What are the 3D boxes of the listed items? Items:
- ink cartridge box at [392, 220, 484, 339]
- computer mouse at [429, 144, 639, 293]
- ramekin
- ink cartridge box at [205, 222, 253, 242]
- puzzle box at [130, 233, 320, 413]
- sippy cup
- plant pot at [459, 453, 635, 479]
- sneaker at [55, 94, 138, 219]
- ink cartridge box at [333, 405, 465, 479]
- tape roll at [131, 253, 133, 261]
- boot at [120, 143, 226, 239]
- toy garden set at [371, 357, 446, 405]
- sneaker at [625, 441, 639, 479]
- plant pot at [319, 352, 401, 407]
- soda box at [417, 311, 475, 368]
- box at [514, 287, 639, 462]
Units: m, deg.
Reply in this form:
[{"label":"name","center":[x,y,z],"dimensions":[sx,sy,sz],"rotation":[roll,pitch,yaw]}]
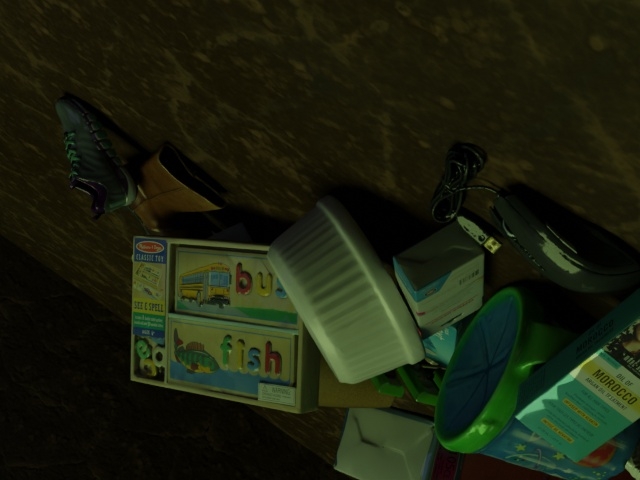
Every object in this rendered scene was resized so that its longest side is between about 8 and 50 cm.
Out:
[{"label":"ink cartridge box","center":[0.159,0.056,1.407],"dimensions":[0.062,0.104,0.181],"rotation":[58,173,26]},{"label":"computer mouse","center":[0.234,0.004,1.234],"dimensions":[0.262,0.060,0.184],"rotation":[34,162,3]},{"label":"ramekin","center":[0.028,0.080,1.513],"dimensions":[0.273,0.127,0.273],"rotation":[60,176,7]},{"label":"ink cartridge box","center":[-0.149,0.078,1.972],"dimensions":[0.153,0.086,0.208],"rotation":[61,168,15]},{"label":"puzzle box","center":[-0.171,0.132,1.824],"dimensions":[0.408,0.272,0.052],"rotation":[3,-178,38]},{"label":"sippy cup","center":[0.304,0.211,1.419],"dimensions":[0.224,0.240,0.305],"rotation":[27,-172,-9]},{"label":"plant pot","center":[0.385,0.425,1.773],"dimensions":[0.267,0.236,0.267],"rotation":[41,161,-23]},{"label":"sneaker","center":[-0.413,-0.146,1.841],"dimensions":[0.224,0.098,0.083],"rotation":[55,149,2]},{"label":"ink cartridge box","center":[0.263,0.426,2.010],"dimensions":[0.395,0.151,0.270],"rotation":[22,172,-33]},{"label":"tape roll","center":[-0.244,0.121,2.372],"dimensions":[0.392,0.072,0.392],"rotation":[30,162,11]},{"label":"boot","center":[-0.236,-0.063,1.911],"dimensions":[0.264,0.096,0.280],"rotation":[49,151,-18]},{"label":"toy garden set","center":[0.184,0.205,1.754],"dimensions":[0.244,0.049,0.204],"rotation":[16,-162,-20]},{"label":"sneaker","center":[0.493,0.344,1.602],"dimensions":[0.235,0.094,0.153],"rotation":[27,155,-10]},{"label":"plant pot","center":[0.023,0.209,1.920],"dimensions":[0.254,0.237,0.237],"rotation":[19,161,2]},{"label":"soda box","center":[0.191,0.129,1.624],"dimensions":[0.071,0.067,0.210],"rotation":[29,161,16]},{"label":"box","center":[0.337,0.144,1.190],"dimensions":[0.100,0.060,0.244],"rotation":[37,124,-8]}]
